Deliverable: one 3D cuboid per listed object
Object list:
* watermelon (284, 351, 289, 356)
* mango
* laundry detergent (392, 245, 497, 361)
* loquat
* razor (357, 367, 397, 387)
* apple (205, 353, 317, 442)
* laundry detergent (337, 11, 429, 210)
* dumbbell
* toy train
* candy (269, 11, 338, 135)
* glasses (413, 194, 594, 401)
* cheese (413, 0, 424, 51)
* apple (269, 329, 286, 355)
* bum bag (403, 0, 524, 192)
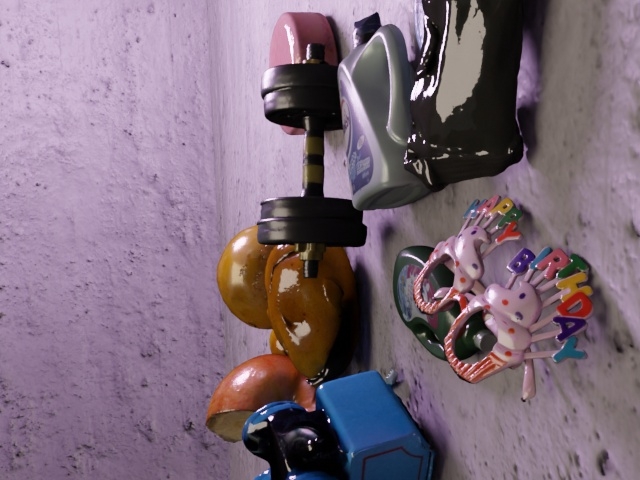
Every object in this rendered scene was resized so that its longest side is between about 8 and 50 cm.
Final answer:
[{"bbox_3d":[-0.027,0.222,1.472,0.133,0.105,0.105,169,96,-83],"label":"watermelon"},{"bbox_3d":[-0.016,0.122,1.293,0.152,0.201,0.287,-28,-58,-60],"label":"mango"},{"bbox_3d":[0.160,0.094,0.878,0.211,0.063,0.137,-134,41,-63],"label":"laundry detergent"},{"bbox_3d":[-0.110,0.077,1.506,0.235,0.235,0.235,176,90,-74],"label":"loquat"},{"bbox_3d":[0.096,0.249,1.188,0.068,0.037,0.191,-56,5,-25],"label":"razor"},{"bbox_3d":[-0.075,0.318,1.403,0.251,0.293,0.163,115,163,-55],"label":"apple"},{"bbox_3d":[0.087,-0.194,0.970,0.215,0.105,0.280,136,130,-79],"label":"laundry detergent"},{"bbox_3d":[-0.011,-0.131,1.138,0.185,0.185,0.388,173,99,-74],"label":"dumbbell"},{"bbox_3d":[0.028,0.356,1.035,0.188,0.265,0.300,-123,29,-52],"label":"toy train"},{"bbox_3d":[-0.038,-0.330,1.391,0.255,0.094,0.255,175,90,-74],"label":"candy"},{"bbox_3d":[0.198,0.057,0.724,0.162,0.095,0.255,-54,33,19],"label":"glasses"},{"bbox_3d":[0.152,-0.239,0.826,0.135,0.052,0.244,-122,23,-63],"label":"cheese"},{"bbox_3d":[-0.073,0.247,1.664,0.114,0.099,0.102,-115,28,-59],"label":"apple"},{"bbox_3d":[0.163,-0.203,0.721,0.142,0.080,0.326,19,116,33],"label":"bum bag"}]
